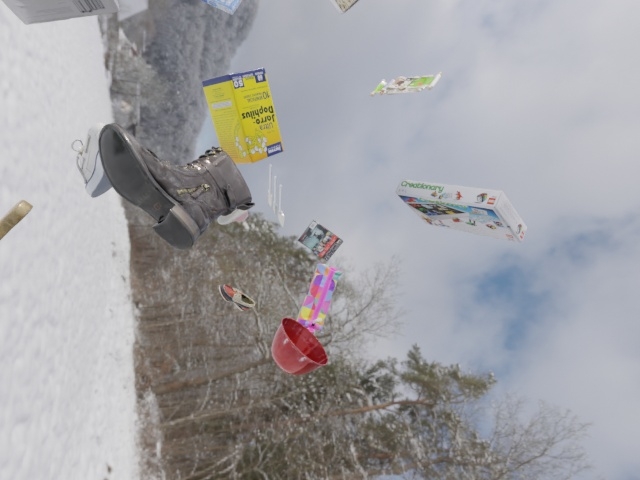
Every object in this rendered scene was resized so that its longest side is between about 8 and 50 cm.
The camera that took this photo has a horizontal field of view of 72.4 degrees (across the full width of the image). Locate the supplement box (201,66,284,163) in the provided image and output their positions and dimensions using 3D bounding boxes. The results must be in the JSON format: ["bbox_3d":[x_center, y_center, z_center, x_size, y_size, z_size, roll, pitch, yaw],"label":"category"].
[{"bbox_3d":[-0.322,-0.521,1.850,0.196,0.194,0.355,8,-61,43],"label":"supplement box"}]

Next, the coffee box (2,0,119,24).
[{"bbox_3d":[-0.906,-0.965,1.426,0.338,0.338,0.333,-168,-116,-78],"label":"coffee box"}]

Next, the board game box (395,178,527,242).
[{"bbox_3d":[0.377,-0.084,1.195,0.306,0.193,0.053,17,-104,47],"label":"board game box"}]

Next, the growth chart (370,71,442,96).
[{"bbox_3d":[0.315,-0.571,1.597,0.171,0.238,0.021,-64,147,-46],"label":"growth chart"}]

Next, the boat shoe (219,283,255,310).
[{"bbox_3d":[-0.251,0.168,1.313,0.043,0.137,0.049,-21,-135,19],"label":"boat shoe"}]

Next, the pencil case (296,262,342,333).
[{"bbox_3d":[-0.004,0.197,1.494,0.104,0.105,0.236,-11,-122,68],"label":"pencil case"}]

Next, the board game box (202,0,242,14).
[{"bbox_3d":[-0.263,-0.673,1.201,0.020,0.090,0.090,121,-8,-65],"label":"board game box"}]

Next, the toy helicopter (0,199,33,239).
[{"bbox_3d":[-0.939,0.028,1.207,0.355,0.140,0.235,-53,-149,-17],"label":"toy helicopter"}]

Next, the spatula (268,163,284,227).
[{"bbox_3d":[-0.183,-0.182,1.810,0.241,0.019,0.168,100,-31,-51],"label":"spatula"}]

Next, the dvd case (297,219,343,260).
[{"bbox_3d":[0.000,0.000,1.381,0.087,0.120,0.013,-53,-168,15],"label":"dvd case"}]

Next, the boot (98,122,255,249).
[{"bbox_3d":[-0.252,-0.125,0.817,0.091,0.262,0.229,-20,-159,34],"label":"boot"}]

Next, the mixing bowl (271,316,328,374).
[{"bbox_3d":[-0.077,0.323,1.273,0.098,0.181,0.181,-46,-147,8],"label":"mixing bowl"}]

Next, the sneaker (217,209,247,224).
[{"bbox_3d":[-0.373,-0.095,1.885,0.050,0.135,0.070,59,-11,23],"label":"sneaker"}]

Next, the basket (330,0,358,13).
[{"bbox_3d":[0.065,-0.717,1.160,0.113,0.167,0.103,-47,-158,-16],"label":"basket"}]

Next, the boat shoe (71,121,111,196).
[{"bbox_3d":[-0.779,-0.286,1.508,0.156,0.136,0.367,50,-36,-4],"label":"boat shoe"}]
